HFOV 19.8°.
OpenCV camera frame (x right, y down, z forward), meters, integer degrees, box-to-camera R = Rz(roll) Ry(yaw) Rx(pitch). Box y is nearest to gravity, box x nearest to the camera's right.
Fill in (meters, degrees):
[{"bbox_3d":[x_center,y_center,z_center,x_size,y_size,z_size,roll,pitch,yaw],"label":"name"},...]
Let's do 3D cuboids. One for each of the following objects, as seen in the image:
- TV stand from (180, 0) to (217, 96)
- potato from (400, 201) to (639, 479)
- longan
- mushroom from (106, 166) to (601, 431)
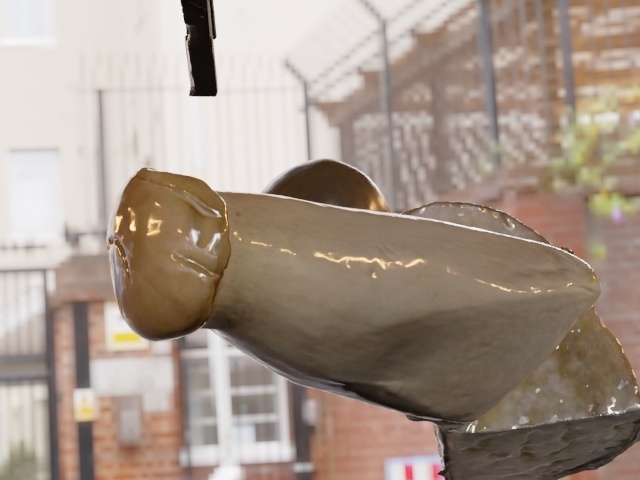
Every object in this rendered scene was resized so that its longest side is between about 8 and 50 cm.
[{"bbox_3d":[-0.136,-0.267,1.981,0.036,0.249,0.042,0,37,5],"label":"TV stand"},{"bbox_3d":[0.194,0.101,1.814,0.211,0.264,0.189,-13,-20,4],"label":"potato"},{"bbox_3d":[0.000,0.000,2.183,0.198,0.198,0.212,-5,-32,11],"label":"longan"},{"bbox_3d":[0.022,0.044,1.379,0.407,0.138,0.154,12,-48,-34],"label":"mushroom"}]
